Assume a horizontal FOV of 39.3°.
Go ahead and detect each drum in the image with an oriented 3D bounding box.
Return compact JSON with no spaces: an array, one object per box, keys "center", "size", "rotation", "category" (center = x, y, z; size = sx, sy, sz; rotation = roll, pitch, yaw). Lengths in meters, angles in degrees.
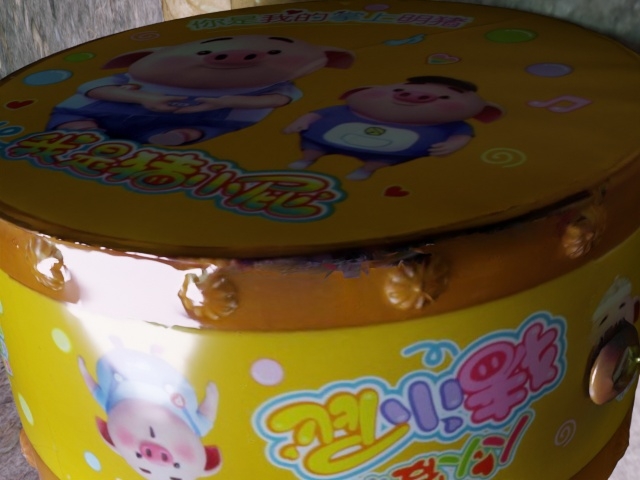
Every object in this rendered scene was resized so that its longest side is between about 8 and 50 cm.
[{"center":[0.000,0.000,0.572],"size":[0.431,0.431,0.214],"rotation":[37,138,50],"category":"drum"}]

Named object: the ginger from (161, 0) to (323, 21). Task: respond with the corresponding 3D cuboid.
[{"center":[-0.061,-0.270,0.787],"size":[0.375,0.165,0.236],"rotation":[116,164,-67],"category":"ginger"}]
